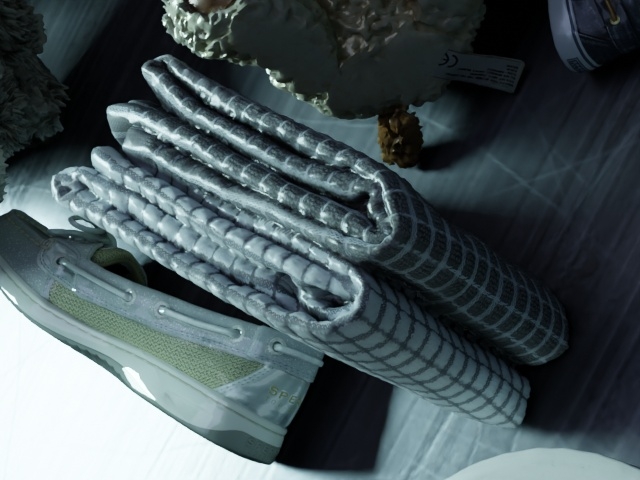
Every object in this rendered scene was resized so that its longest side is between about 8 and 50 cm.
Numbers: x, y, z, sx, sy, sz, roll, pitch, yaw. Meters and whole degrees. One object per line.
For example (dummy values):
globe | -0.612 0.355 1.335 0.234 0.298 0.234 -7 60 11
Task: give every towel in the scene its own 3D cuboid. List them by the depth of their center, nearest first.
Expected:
towel | 0.000 0.000 1.096 0.284 0.235 0.121 28 89 38

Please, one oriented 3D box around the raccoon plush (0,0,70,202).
raccoon plush | -0.365 -0.178 1.297 0.216 0.299 0.446 -20 103 6

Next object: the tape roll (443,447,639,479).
tape roll | 0.150 0.270 0.980 0.286 0.100 0.286 -12 68 33

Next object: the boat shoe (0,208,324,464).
boat shoe | -0.134 0.052 1.259 0.320 0.118 0.103 31 88 35

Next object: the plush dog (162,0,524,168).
plush dog | 0.018 -0.192 1.209 0.262 0.210 0.225 -21 44 1

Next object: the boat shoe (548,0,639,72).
boat shoe | 0.195 -0.209 1.133 0.083 0.065 0.183 -17 71 29
